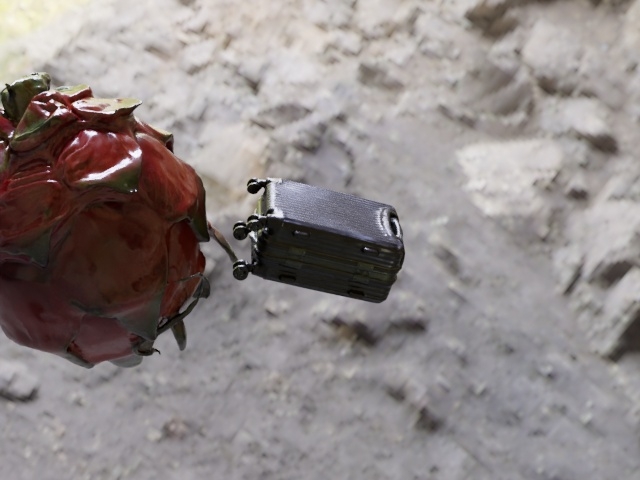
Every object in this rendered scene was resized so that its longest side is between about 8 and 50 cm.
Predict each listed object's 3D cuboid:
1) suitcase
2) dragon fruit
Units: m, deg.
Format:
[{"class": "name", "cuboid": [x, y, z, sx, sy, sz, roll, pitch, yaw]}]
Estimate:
[{"class": "suitcase", "cuboid": [0.000, 0.000, 1.181, 0.126, 0.059, 0.086, 13, 28, -10]}, {"class": "dragon fruit", "cuboid": [-0.169, 0.001, 1.137, 0.193, 0.192, 0.274, -93, 162, -56]}]
